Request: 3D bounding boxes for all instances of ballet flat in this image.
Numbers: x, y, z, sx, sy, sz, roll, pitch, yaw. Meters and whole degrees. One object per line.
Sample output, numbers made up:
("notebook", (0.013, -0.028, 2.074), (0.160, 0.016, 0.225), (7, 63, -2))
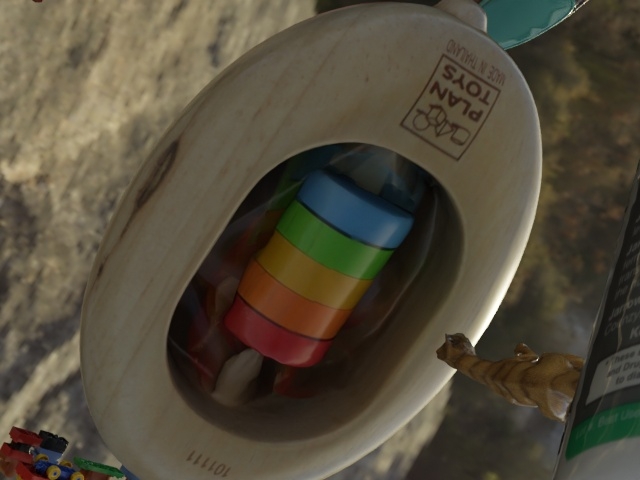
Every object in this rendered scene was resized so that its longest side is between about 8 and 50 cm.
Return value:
("ballet flat", (0.205, -0.236, 1.271), (0.221, 0.079, 0.077), (-30, 134, 27))

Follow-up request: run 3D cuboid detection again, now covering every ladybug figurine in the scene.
("ladybug figurine", (-0.012, -0.002, 1.164), (0.305, 0.162, 0.449), (30, 107, -24))

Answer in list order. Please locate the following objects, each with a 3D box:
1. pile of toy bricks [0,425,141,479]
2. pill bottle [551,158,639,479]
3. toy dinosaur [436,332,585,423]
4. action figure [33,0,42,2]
("pile of toy bricks", (-0.255, 0.278, 1.556), (0.212, 0.118, 0.105), (27, 93, -45))
("pill bottle", (0.254, 0.019, 0.773), (0.204, 0.204, 0.361), (69, 35, -50))
("toy dinosaur", (0.158, 0.096, 0.981), (0.112, 0.211, 0.064), (19, 78, -32))
("action figure", (-0.186, -0.232, 1.166), (0.115, 0.030, 0.038), (-43, 127, -21))
